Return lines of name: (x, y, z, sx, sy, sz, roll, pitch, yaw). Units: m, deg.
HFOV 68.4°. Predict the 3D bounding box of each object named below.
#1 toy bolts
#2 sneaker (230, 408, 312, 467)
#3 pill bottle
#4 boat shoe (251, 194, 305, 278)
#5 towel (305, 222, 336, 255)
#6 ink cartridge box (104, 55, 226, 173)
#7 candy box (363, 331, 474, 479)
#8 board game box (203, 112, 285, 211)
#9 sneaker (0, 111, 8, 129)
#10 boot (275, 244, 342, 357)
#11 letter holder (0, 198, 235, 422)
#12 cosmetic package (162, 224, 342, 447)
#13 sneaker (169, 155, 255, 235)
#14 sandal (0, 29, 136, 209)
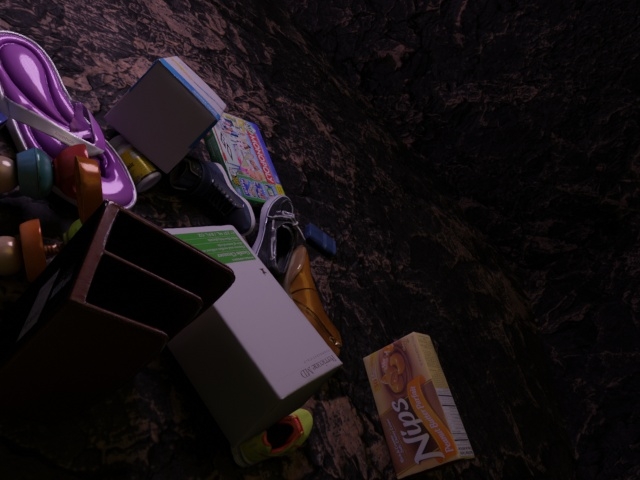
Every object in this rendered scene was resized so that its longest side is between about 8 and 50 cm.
toy bolts: (-0.436, -0.069, 0.725, 0.158, 0.218, 0.229, -6, 55, -31)
sneaker: (-0.069, 0.370, 0.903, 0.208, 0.094, 0.081, -2, 61, -57)
pill bottle: (-0.402, -0.166, 1.010, 0.116, 0.065, 0.065, 52, 29, -3)
boat shoe: (-0.102, -0.020, 1.215, 0.113, 0.105, 0.306, 55, 32, -27)
towel: (0.000, 0.000, 1.458, 0.119, 0.029, 0.067, 37, 33, -29)
ink cartridge box: (-0.336, -0.292, 1.067, 0.168, 0.171, 0.233, 44, 12, -21)
candy box: (0.241, 0.420, 1.210, 0.087, 0.183, 0.317, 20, 44, -44)
board game box: (-0.222, -0.227, 1.357, 0.213, 0.046, 0.317, 6, 54, -52)
sneaker: (-0.625, -0.283, 0.689, 0.315, 0.182, 0.127, 39, 34, -25)
boot: (-0.027, 0.172, 1.184, 0.211, 0.104, 0.295, 43, 36, -29)
letter holder: (-0.281, 0.128, 0.635, 0.214, 0.302, 0.152, 34, 35, -33)
cosmetic package: (-0.160, 0.153, 0.865, 0.365, 0.155, 0.197, 47, 26, 19)
sneaker: (-0.260, -0.105, 1.115, 0.226, 0.086, 0.163, 53, 17, 18)
sandal: (-0.495, -0.229, 0.884, 0.416, 0.102, 0.169, 54, 40, -2)
